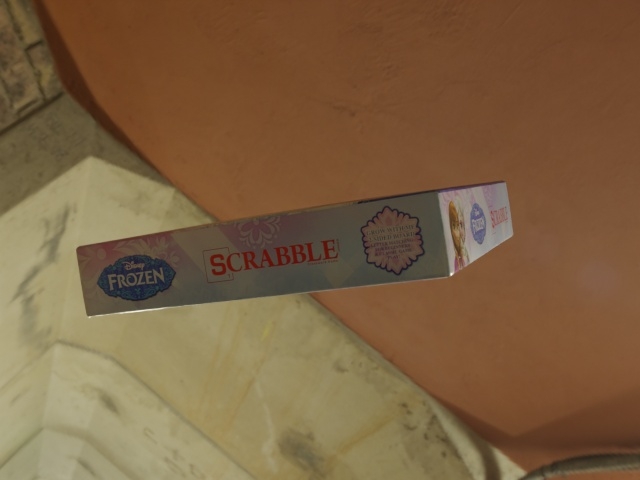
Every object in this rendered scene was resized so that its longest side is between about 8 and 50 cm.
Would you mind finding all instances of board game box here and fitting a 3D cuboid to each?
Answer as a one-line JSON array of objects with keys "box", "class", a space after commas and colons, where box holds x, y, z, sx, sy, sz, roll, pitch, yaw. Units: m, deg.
[{"box": [0.000, 0.000, 0.691, 0.318, 0.318, 0.066, -8, -88, 22], "class": "board game box"}]
